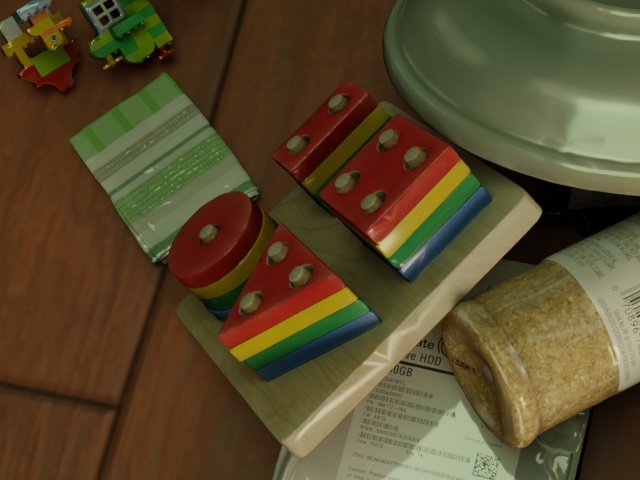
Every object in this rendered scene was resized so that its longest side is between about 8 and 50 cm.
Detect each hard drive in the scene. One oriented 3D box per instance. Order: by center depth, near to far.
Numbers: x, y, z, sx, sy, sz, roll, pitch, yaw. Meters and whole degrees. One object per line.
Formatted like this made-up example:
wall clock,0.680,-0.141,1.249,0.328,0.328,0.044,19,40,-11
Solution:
hard drive,0.088,0.172,1.333,0.237,0.064,0.338,12,71,13

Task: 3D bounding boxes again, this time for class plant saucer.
plant saucer,0.249,-0.183,1.310,0.401,0.100,0.400,0,35,0

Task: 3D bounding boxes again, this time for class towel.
towel,-0.137,-0.064,1.479,0.113,0.023,0.152,-34,67,-7

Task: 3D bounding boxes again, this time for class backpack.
backpack,0.267,-0.087,1.373,0.182,0.115,0.151,2,68,5

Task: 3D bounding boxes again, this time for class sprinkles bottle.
sprinkles bottle,0.269,0.028,1.274,0.355,0.121,0.121,-25,68,-13

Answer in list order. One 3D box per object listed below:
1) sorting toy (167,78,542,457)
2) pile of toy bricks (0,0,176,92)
sorting toy,0.000,0.000,1.305,0.255,0.089,0.257,-45,31,-2
pile of toy bricks,-0.173,-0.202,1.499,0.212,0.118,0.105,-35,101,-14
